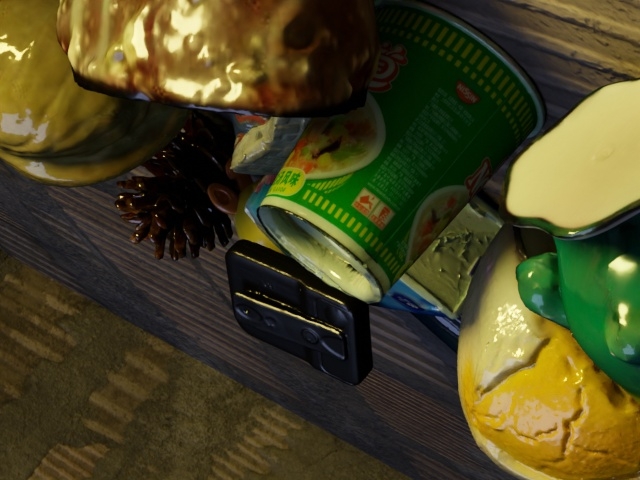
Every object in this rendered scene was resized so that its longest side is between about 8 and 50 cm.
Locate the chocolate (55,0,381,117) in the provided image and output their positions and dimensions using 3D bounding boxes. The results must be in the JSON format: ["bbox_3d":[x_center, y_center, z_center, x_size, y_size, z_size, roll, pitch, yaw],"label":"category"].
[{"bbox_3d":[-0.088,-0.227,1.506,0.225,0.210,0.340,-7,-165,-37],"label":"chocolate"}]

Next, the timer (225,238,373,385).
[{"bbox_3d":[-0.029,0.087,2.023,0.187,0.055,0.144,23,142,27],"label":"timer"}]

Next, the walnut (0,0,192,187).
[{"bbox_3d":[-0.265,-0.196,1.915,0.253,0.277,0.282,45,174,-16],"label":"walnut"}]

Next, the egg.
[{"bbox_3d":[0.245,0.136,1.708,0.337,0.201,0.337,40,-156,-22],"label":"egg"}]

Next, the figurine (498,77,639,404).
[{"bbox_3d":[0.315,0.044,1.427,0.324,0.231,0.340,-14,128,44],"label":"figurine"}]

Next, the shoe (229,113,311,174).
[{"bbox_3d":[-0.033,-0.160,1.890,0.099,0.125,0.227,4,154,-29],"label":"shoe"}]

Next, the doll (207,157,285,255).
[{"bbox_3d":[-0.047,-0.008,2.143,0.220,0.143,0.135,68,156,2],"label":"doll"}]

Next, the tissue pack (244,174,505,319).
[{"bbox_3d":[0.059,-0.022,1.970,0.198,0.146,0.263,40,165,-22],"label":"tissue pack"}]

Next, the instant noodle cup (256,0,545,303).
[{"bbox_3d":[0.060,-0.077,1.617,0.207,0.232,0.207,34,166,10],"label":"instant noodle cup"}]

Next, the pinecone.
[{"bbox_3d":[-0.180,-0.067,2.295,0.208,0.207,0.207,33,165,10],"label":"pinecone"}]

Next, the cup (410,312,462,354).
[{"bbox_3d":[0.175,0.080,2.101,0.138,0.113,0.150,40,163,-11],"label":"cup"}]
